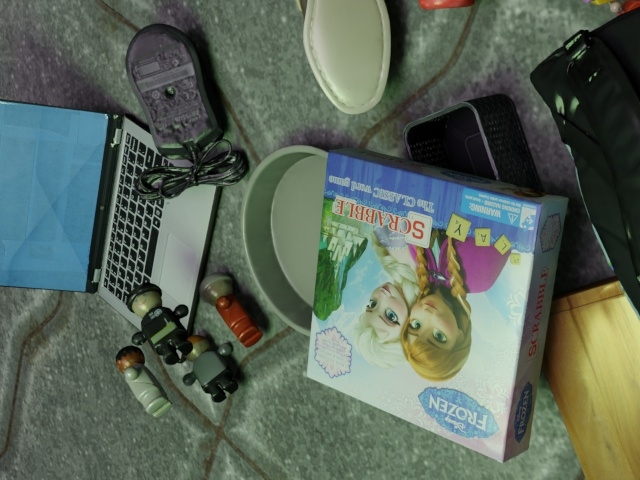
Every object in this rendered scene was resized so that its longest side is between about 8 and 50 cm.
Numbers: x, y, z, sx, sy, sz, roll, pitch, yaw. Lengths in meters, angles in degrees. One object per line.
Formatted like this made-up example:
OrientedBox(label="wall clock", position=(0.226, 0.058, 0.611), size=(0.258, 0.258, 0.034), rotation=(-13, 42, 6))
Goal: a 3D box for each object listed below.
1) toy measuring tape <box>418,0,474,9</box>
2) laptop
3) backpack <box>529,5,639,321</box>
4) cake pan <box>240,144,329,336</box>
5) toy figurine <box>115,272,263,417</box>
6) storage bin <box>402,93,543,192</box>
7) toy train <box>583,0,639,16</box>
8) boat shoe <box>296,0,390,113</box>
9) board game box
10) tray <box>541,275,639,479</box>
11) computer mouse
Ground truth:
OrientedBox(label="toy measuring tape", position=(0.196, -0.328, 1.191), size=(0.330, 0.121, 0.121), rotation=(7, 108, 42))
OrientedBox(label="laptop", position=(-0.418, -0.011, 1.781), size=(0.408, 0.236, 0.382), rotation=(34, 125, 31))
OrientedBox(label="backpack", position=(0.402, -0.051, 1.011), size=(0.290, 0.273, 0.355), rotation=(-28, 61, 42))
OrientedBox(label="cake pan", position=(0.000, 0.000, 1.518), size=(0.293, 0.054, 0.293), rotation=(15, 113, 40))
OrientedBox(label="toy figurine", position=(-0.223, 0.166, 1.674), size=(0.148, 0.213, 0.209), rotation=(51, 134, 32))
OrientedBox(label="storage bin", position=(0.195, -0.081, 1.289), size=(0.122, 0.084, 0.180), rotation=(-19, 89, 45))
OrientedBox(label="toy train", position=(0.336, -0.294, 1.094), size=(0.046, 0.125, 0.166), rotation=(-129, 47, -64))
OrientedBox(label="boat shoe", position=(0.020, -0.330, 1.368), size=(0.117, 0.097, 0.324), rotation=(-15, 97, 4))
OrientedBox(label="board game box", position=(0.130, 0.069, 1.274), size=(0.319, 0.066, 0.318), rotation=(17, 109, 39))
OrientedBox(label="tray", position=(0.403, 0.242, 1.201), size=(0.203, 0.076, 0.410), rotation=(-24, 87, 45))
OrientedBox(label="computer mouse", position=(-0.230, -0.209, 1.638), size=(0.189, 0.072, 0.272), rotation=(-12, 97, 9))
